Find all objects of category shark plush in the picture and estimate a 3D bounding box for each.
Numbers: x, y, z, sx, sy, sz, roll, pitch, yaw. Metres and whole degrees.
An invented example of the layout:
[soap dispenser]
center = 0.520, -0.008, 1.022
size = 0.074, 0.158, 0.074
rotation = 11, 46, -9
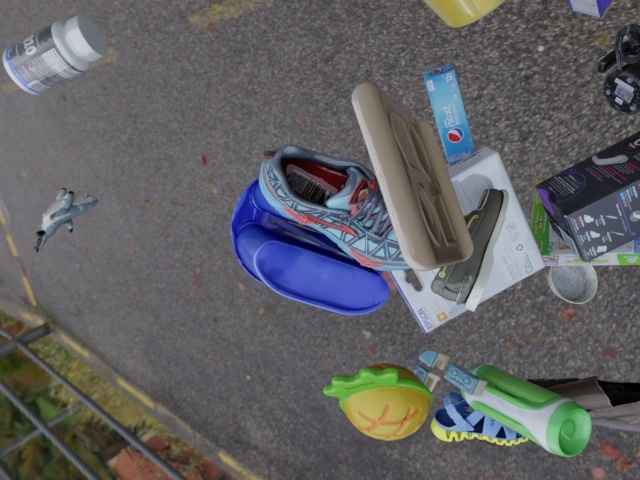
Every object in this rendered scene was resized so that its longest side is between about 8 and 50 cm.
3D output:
[shark plush]
center = -0.549, -0.042, 1.080
size = 0.073, 0.161, 0.067
rotation = 1, 146, 43

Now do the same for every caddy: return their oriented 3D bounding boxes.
[caddy]
center = 0.000, 0.000, 0.973
size = 0.241, 0.341, 0.179
rotation = -68, 21, 4

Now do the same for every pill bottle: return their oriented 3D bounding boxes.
[pill bottle]
center = -0.409, -0.290, 0.787
size = 0.137, 0.078, 0.078
rotation = -21, 97, 12

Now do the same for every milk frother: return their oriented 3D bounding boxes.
[milk frother]
center = 0.578, -0.320, 0.883
size = 0.129, 0.134, 0.143
rotation = 54, 170, 13

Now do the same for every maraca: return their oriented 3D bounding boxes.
[maraca]
center = 0.082, 0.215, 0.695
size = 0.127, 0.099, 0.186
rotation = -25, 137, 19

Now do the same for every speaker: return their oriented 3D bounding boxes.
[speaker]
center = 0.470, 0.388, 1.192
size = 0.296, 0.131, 0.131
rotation = 13, 122, 65

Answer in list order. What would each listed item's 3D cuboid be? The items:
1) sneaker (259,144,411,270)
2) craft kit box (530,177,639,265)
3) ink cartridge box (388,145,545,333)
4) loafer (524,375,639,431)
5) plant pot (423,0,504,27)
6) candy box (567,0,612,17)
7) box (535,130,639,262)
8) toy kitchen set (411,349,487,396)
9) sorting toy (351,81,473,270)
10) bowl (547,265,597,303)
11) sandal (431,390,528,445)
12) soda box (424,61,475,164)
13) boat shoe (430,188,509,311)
[sneaker]
center = 0.041, -0.038, 0.633
size = 0.261, 0.104, 0.125
rotation = 23, 171, -2
[craft kit box]
center = 0.653, -0.055, 1.247
size = 0.246, 0.250, 0.061
rotation = -1, 146, 34
[ink cartridge box]
center = 0.307, 0.008, 1.156
size = 0.330, 0.071, 0.324
rotation = -30, 114, 5
[loafer]
center = 0.680, 0.398, 1.312
size = 0.365, 0.134, 0.130
rotation = 1, 121, 4
[plant pot]
center = 0.252, -0.556, 0.964
size = 0.254, 0.254, 0.239
rotation = -14, 133, 43
[candy box]
center = 0.856, -0.850, 1.514
size = 0.122, 0.317, 0.268
rotation = 33, 112, 24
[box]
center = 0.648, -0.101, 1.108
size = 0.270, 0.165, 0.143
rotation = -29, 117, 14
[toy kitchen set]
center = 0.266, 0.380, 1.210
size = 0.166, 0.122, 0.207
rotation = 29, 95, 49
[sorting toy]
center = 0.105, -0.062, 0.565
size = 0.038, 0.208, 0.193
rotation = -21, 82, 28
[bowl]
center = 0.819, 0.132, 1.685
size = 0.170, 0.170, 0.080
rotation = 54, 161, 6
[sandal]
center = 0.480, 0.506, 1.469
size = 0.317, 0.126, 0.138
rotation = -6, 116, 9
[soda box]
center = 0.294, -0.285, 1.148
size = 0.067, 0.071, 0.210
rotation = -14, 120, 18
[boat shoe]
center = 0.295, -0.003, 0.984
size = 0.091, 0.305, 0.109
rotation = 19, 142, 14
